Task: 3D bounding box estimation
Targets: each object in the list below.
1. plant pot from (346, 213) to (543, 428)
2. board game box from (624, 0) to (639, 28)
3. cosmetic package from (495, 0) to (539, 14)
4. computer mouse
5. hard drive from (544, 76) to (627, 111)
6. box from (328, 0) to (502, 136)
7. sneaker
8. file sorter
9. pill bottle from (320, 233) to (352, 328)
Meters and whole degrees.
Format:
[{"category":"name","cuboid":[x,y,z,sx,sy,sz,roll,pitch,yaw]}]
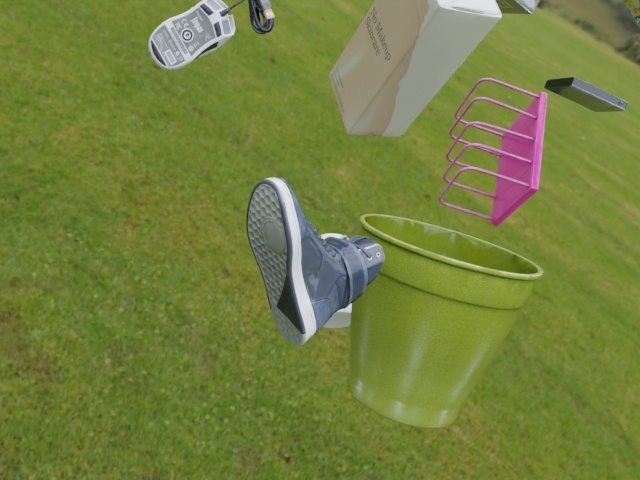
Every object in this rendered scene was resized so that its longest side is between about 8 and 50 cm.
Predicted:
[{"category":"plant pot","cuboid":[0.208,0.167,1.315,0.366,0.353,0.366,15,12,-3]},{"category":"board game box","cuboid":[0.704,-0.539,1.308,0.275,0.142,0.144,49,-1,-18]},{"category":"cosmetic package","cuboid":[0.447,-0.619,1.394,0.107,0.238,0.127,27,10,-23]},{"category":"computer mouse","cuboid":[-0.162,-0.316,0.946,0.106,0.193,0.042,62,11,-9]},{"category":"hard drive","cuboid":[0.536,-0.296,1.318,0.135,0.022,0.094,19,5,-17]},{"category":"box","cuboid":[0.143,-0.321,1.086,0.121,0.311,0.148,-2,62,-28]},{"category":"sneaker","cuboid":[-0.001,0.000,0.830,0.163,0.226,0.086,-31,37,-33]},{"category":"file sorter","cuboid":[0.422,-0.226,1.624,0.182,0.202,0.291,18,63,-6]},{"category":"pill bottle","cuboid":[0.033,0.108,1.723,0.131,0.131,0.229,11,54,-26]}]
